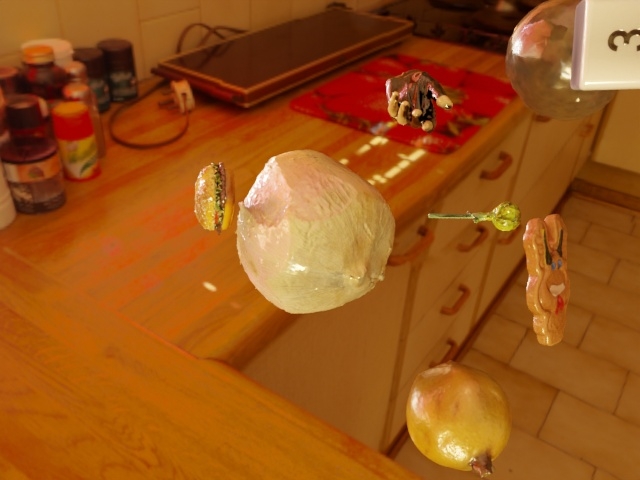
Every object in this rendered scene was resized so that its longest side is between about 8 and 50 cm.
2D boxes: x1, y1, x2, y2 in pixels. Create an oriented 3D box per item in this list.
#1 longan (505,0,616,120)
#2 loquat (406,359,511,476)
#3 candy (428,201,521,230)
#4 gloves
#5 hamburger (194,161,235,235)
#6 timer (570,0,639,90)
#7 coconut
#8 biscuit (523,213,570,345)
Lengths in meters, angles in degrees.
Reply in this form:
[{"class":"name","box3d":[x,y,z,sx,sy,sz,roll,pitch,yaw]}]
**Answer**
[{"class":"longan","box3d":[0.780,-0.571,1.852,0.391,0.391,0.391,2,35,-2]},{"class":"loquat","box3d":[0.287,0.374,1.207,0.213,0.213,0.246,-5,38,-11]},{"class":"candy","box3d":[0.438,-0.069,1.683,0.262,0.073,0.077,1,59,1]},{"class":"gloves","box3d":[0.309,-0.434,1.875,0.197,0.152,0.301,-19,29,15]},{"class":"hamburger","box3d":[-0.248,-0.099,1.374,0.087,0.166,0.137,1,55,-14]},{"class":"timer","box3d":[0.652,-0.421,1.263,0.195,0.192,0.194,3,15,17]},{"class":"coconut","box3d":[0.000,0.000,1.454,0.405,0.404,0.404,2,35,-2]},{"class":"biscuit","box3d":[0.588,0.101,1.514,0.202,0.334,0.047,-6,4,-44]}]
